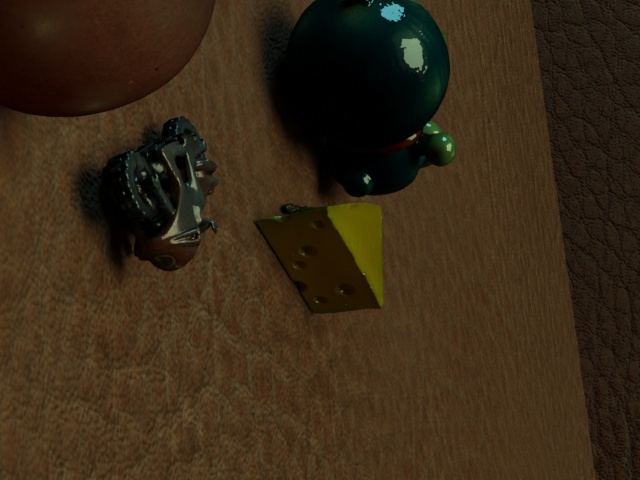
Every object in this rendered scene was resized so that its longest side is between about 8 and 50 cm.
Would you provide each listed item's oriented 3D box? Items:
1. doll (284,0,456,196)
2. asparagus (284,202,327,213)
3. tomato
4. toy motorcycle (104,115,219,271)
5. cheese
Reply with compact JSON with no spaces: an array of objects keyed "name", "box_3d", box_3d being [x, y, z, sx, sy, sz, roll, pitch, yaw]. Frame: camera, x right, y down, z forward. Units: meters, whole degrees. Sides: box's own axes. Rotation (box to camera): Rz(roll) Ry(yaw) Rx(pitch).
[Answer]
[{"name":"doll","box_3d":[0.063,-0.180,1.898,0.322,0.198,0.186,75,32,-42]},{"name":"asparagus","box_3d":[-0.012,-0.037,1.892,0.016,0.013,0.166,-58,162,12]},{"name":"tomato","box_3d":[-0.191,-0.224,1.207,0.256,0.224,0.256,1,90,-81]},{"name":"toy motorcycle","box_3d":[-0.141,-0.043,1.460,0.212,0.084,0.118,-53,123,-69]},{"name":"cheese","box_3d":[0.000,0.000,1.793,0.171,0.093,0.126,37,50,-61]}]
